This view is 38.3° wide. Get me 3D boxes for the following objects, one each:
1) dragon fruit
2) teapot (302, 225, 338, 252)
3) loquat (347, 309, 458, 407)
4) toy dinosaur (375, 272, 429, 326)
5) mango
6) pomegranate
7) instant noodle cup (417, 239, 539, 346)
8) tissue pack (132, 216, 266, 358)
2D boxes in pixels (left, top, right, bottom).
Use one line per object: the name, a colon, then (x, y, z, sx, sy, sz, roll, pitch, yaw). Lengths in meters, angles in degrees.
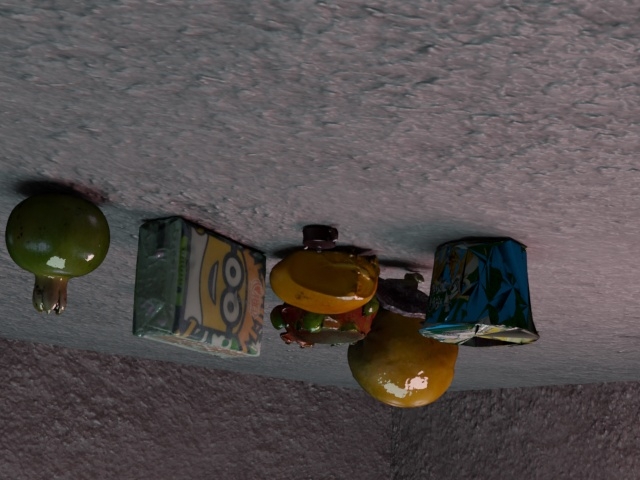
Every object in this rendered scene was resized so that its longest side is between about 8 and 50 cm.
dragon fruit: (0.013, 0.193, 2.308, 0.268, 0.130, 0.295, 2, 165, 7)
teapot: (0.000, 0.000, 1.757, 0.067, 0.045, 0.100, 13, 163, -37)
loquat: (0.222, 0.306, 2.449, 0.284, 0.276, 0.276, 29, 154, -30)
toy dinosaur: (0.192, 0.124, 1.991, 0.294, 0.077, 0.162, 24, -164, 20)
mango: (0.000, 0.086, 1.928, 0.252, 0.126, 0.154, -5, 152, 31)
pomegranate: (-0.455, 0.013, 1.616, 0.179, 0.211, 0.179, -20, 166, -5)
instant noodle cup: (0.314, 0.104, 1.817, 0.240, 0.178, 0.240, 3, 165, 1)
tissue pack: (-0.234, 0.103, 1.848, 0.128, 0.228, 0.311, -6, 163, 28)
